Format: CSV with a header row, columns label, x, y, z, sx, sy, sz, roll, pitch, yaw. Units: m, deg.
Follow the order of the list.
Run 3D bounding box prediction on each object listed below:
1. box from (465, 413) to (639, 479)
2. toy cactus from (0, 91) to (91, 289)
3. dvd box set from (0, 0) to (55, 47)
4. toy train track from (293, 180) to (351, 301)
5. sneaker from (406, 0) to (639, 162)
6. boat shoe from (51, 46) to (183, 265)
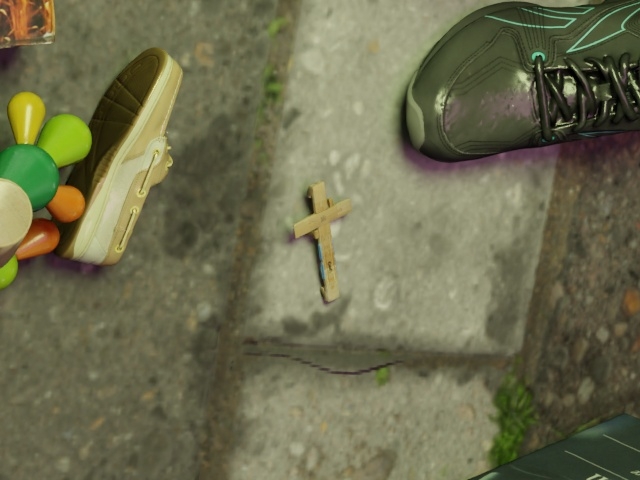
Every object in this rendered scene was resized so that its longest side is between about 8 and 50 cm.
label,x,y,z,sx,sy,sz,roll,pitch,yaw
box,0.157,0.305,1.087,0.395,0.293,0.212,-18,111,-28
toy cactus,-0.194,-0.011,0.867,0.219,0.180,0.112,-31,96,-28
dvd box set,-0.288,-0.291,0.799,0.308,0.062,0.420,-9,107,-30
toy train track,0.000,0.000,1.082,0.048,0.014,0.083,-25,120,-32
sneaker,0.180,-0.116,1.111,0.267,0.106,0.101,-22,114,-25
boat shoe,-0.113,-0.047,0.980,0.045,0.050,0.135,23,99,-37
